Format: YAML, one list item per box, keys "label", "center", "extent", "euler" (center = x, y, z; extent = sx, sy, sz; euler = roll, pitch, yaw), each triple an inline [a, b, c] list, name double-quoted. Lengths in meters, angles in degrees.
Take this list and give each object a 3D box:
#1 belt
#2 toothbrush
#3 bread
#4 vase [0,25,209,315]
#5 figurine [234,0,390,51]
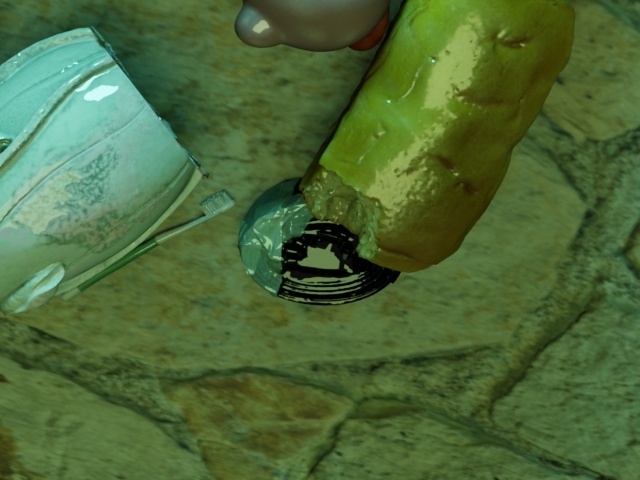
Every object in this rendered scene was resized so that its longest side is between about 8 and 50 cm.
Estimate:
- label: "belt"
  center: [0.000, 0.000, 1.520]
  extent: [0.198, 0.078, 0.151]
  euler: [1, 123, 0]
- label: "toothbrush"
  center: [-0.215, 0.009, 1.555]
  extent: [0.257, 0.018, 0.024]
  euler: [-30, 114, 16]
- label: "bread"
  center: [0.125, -0.133, 1.363]
  extent: [0.195, 0.149, 0.344]
  euler: [24, 103, -12]
- label: "vase"
  center: [-0.358, -0.022, 1.354]
  extent: [0.445, 0.250, 0.250]
  euler: [-37, 116, -4]
- label: "figurine"
  center: [-0.005, -0.276, 1.303]
  extent: [0.173, 0.173, 0.173]
  euler: [0, 121, -1]
